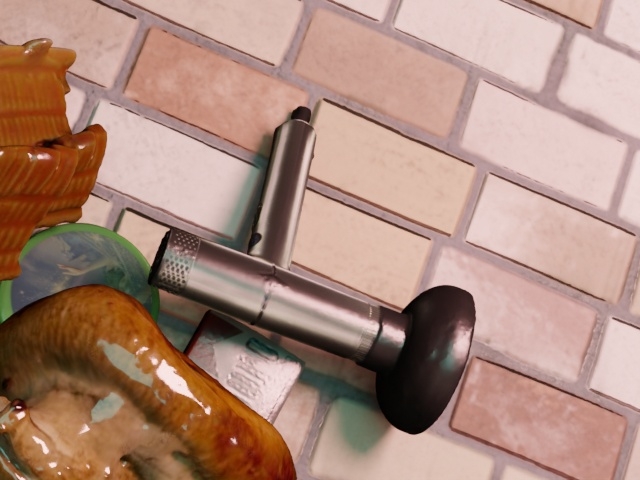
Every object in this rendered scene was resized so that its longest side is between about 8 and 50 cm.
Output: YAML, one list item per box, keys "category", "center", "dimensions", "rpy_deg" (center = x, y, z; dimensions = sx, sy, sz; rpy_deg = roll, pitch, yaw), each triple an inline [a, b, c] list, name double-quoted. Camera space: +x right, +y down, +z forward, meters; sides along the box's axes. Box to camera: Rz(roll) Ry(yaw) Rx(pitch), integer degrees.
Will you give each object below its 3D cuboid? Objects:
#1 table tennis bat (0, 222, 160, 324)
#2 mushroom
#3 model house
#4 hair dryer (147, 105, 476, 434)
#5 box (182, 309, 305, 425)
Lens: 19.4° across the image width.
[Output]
- category: "table tennis bat"
  center: [-0.262, 0.096, 1.862]
  dimensions: [0.160, 0.039, 0.257]
  rpy_deg: [31, 67, -4]
- category: "mushroom"
  center: [-0.206, 0.215, 1.688]
  dimensions: [0.345, 0.345, 0.259]
  rpy_deg: [28, 32, -7]
- category: "model house"
  center: [-0.339, -0.067, 1.822]
  dimensions: [0.199, 0.219, 0.229]
  rpy_deg: [0, 76, -59]
- category: "hair dryer"
  center: [0.020, 0.000, 1.901]
  dimensions: [0.320, 0.156, 0.284]
  rpy_deg: [30, 66, -9]
- category: "box"
  center: [-0.105, 0.171, 1.884]
  dimensions: [0.115, 0.036, 0.177]
  rpy_deg: [32, 69, -6]
